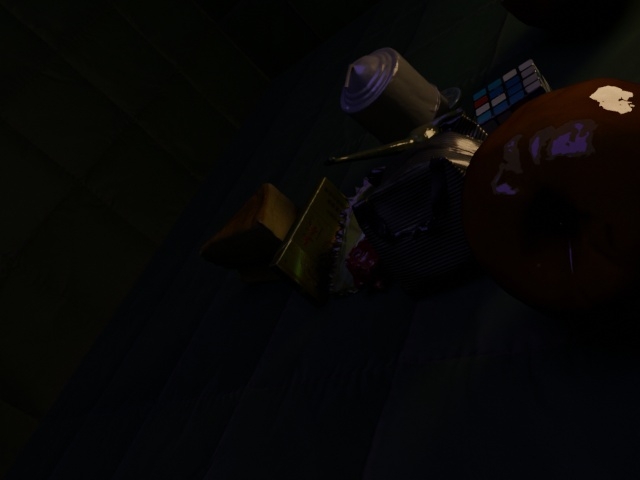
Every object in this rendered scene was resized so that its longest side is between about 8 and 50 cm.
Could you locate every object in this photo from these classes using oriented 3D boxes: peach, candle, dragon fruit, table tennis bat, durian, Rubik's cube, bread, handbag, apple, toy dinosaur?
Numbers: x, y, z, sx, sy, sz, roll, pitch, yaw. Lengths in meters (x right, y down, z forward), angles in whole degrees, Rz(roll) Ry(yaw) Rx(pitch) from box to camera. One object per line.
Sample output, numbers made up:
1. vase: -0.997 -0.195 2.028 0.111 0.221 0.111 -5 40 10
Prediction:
1. peach: 0.382 -0.063 0.883 0.343 0.343 0.301 -23 3 43
2. candle: 0.188 -0.388 1.673 0.221 0.342 0.221 -32 41 32
3. dragon fruit: 0.103 0.050 1.400 0.112 0.068 0.126 -6 69 35
4. table tennis bat: 0.321 -0.381 1.844 0.237 0.038 0.149 -30 31 27
5. durian: 0.144 -0.021 1.526 0.198 0.163 0.394 35 85 28
6. Rubik's cube: 0.432 -0.262 1.309 0.151 0.155 0.154 -31 28 29
7. bread: -0.192 0.047 1.790 0.361 0.233 0.245 -39 26 26
8. handbag: 0.236 -0.074 1.239 0.340 0.240 0.247 -29 24 37
9. apple: 0.633 -0.691 1.509 0.329 0.295 0.365 31 74 40
10. toy dinosaur: 0.208 -0.206 1.428 0.301 0.087 0.447 -25 -9 17

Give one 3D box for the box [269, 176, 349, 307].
1. box: 0.000 0.000 1.599 0.043 0.173 0.311 -20 34 48
